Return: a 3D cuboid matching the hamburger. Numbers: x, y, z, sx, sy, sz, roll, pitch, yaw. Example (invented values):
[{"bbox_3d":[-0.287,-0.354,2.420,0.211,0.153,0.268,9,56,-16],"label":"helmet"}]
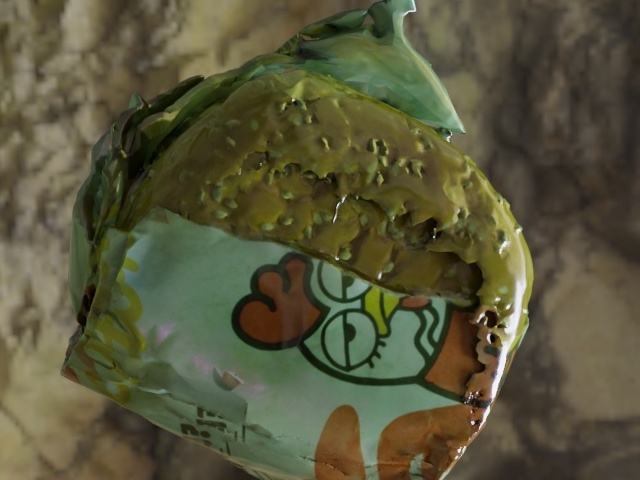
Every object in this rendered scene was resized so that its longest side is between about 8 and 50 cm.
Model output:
[{"bbox_3d":[0.001,-0.003,0.753,0.214,0.235,0.125,36,178,-23],"label":"hamburger"}]
